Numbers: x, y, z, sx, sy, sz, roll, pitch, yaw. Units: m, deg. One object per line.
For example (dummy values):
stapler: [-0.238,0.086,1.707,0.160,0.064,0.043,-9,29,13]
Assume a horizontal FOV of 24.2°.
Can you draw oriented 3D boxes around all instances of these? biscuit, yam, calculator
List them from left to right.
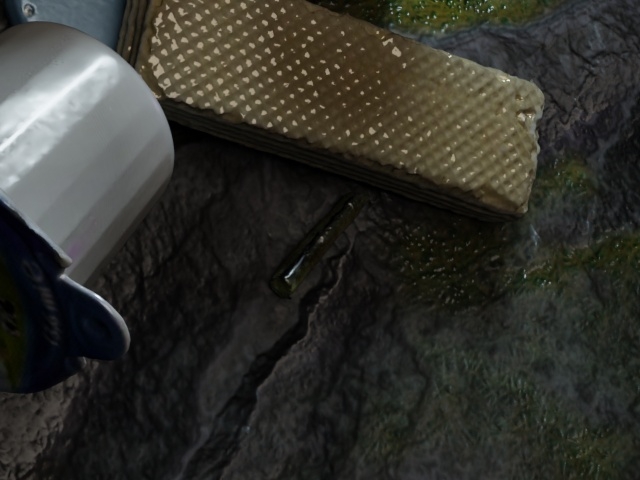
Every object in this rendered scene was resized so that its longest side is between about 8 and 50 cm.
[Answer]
calculator: [-0.178,-0.197,1.299,0.210,0.039,0.121,-33,94,-29]
yam: [0.000,0.000,1.358,0.027,0.033,0.129,33,58,12]
biscuit: [0.021,-0.132,1.341,0.426,0.078,0.144,17,78,-30]

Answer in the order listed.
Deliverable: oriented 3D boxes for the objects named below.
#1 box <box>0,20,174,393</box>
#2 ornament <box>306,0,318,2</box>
box: [-0.215,-0.041,1.123,0.206,0.291,0.262,-54,148,-38]
ornament: [0.020,-0.333,1.328,0.221,0.217,0.235,-45,102,-27]
